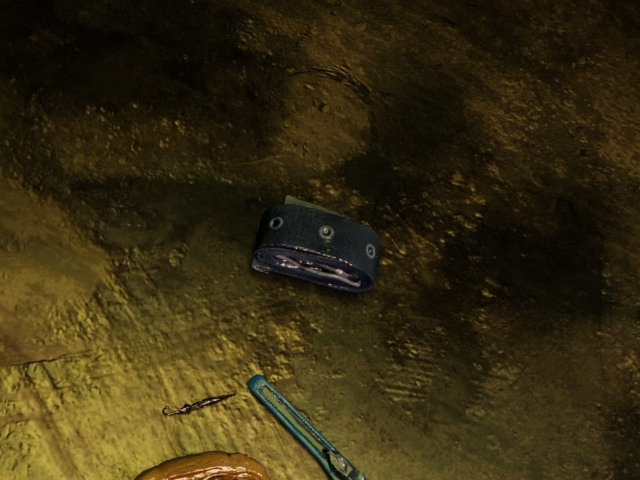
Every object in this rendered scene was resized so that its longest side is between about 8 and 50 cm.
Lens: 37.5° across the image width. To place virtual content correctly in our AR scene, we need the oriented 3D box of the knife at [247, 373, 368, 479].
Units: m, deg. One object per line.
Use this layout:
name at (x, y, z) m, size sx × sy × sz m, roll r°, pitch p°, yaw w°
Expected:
knife at (-0.011, 0.327, 1.516) m, size 0.296 × 0.026 × 0.044 m, roll 44°, pitch 75°, yaw 8°

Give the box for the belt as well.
belt at (0.000, 0.001, 1.620) m, size 0.218 × 0.122 × 0.128 m, roll 17°, pitch 59°, yaw -4°

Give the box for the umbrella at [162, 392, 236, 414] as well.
umbrella at (-0.192, 0.264, 1.510) m, size 0.122 × 0.013 × 0.022 m, roll -10°, pitch 47°, yaw -16°

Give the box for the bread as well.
bread at (-0.177, 0.412, 1.382) m, size 0.236 × 0.120 × 0.198 m, roll -8°, pitch 69°, yaw -18°
